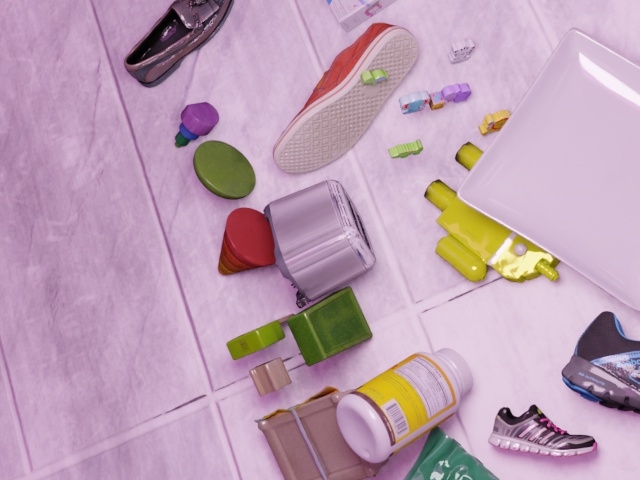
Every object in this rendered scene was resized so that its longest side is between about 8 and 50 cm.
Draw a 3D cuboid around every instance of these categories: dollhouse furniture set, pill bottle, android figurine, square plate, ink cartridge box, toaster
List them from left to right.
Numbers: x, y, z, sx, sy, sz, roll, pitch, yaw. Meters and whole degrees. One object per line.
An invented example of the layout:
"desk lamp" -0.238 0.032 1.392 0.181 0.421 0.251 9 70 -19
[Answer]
"toaster" 0.000 0.000 1.817 0.147 0.129 0.227 -27 40 9
"dollhouse furniture set" 0.002 0.263 1.817 0.198 0.151 0.301 -26 88 35
"ink cartridge box" 0.074 -0.456 1.961 0.122 0.052 0.088 -31 69 10
"pill bottle" 0.138 0.253 1.691 0.215 0.117 0.117 -26 63 -31
"android figurine" 0.308 -0.041 1.776 0.273 0.056 0.248 43 95 25
"square plate" 0.452 -0.116 1.701 0.344 0.049 0.347 34 84 13

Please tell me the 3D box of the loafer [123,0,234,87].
"loafer" -0.271 -0.410 2.064 0.267 0.084 0.096 -48 66 5

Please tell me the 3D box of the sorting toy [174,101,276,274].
"sorting toy" -0.194 -0.080 1.969 0.126 0.127 0.365 -45 60 39

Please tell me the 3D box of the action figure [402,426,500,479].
"action figure" 0.162 0.426 1.718 0.137 0.063 0.232 41 90 22

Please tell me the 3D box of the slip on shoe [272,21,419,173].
"slip on shoe" 0.037 -0.254 1.907 0.331 0.123 0.101 -49 39 7

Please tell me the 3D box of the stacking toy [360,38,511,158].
"stacking toy" 0.194 -0.243 1.820 0.221 0.052 0.166 -16 70 -13

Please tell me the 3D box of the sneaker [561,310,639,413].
"sneaker" 0.537 0.219 1.590 0.341 0.125 0.139 24 82 22

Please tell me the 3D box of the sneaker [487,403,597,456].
"sneaker" 0.348 0.296 1.676 0.171 0.063 0.074 3 85 26
